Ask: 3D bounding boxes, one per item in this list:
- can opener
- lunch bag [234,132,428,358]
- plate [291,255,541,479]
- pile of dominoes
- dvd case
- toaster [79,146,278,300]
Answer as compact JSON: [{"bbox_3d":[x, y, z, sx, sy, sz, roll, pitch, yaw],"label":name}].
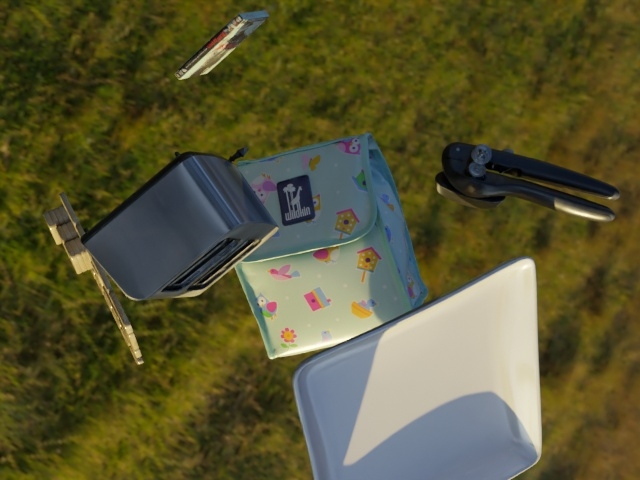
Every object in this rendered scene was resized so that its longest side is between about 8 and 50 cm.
[{"bbox_3d":[0.210,-0.060,1.183,0.073,0.186,0.059,75,26,-74],"label":"can opener"},{"bbox_3d":[0.000,0.000,1.535,0.160,0.223,0.262,-63,137,-64],"label":"lunch bag"},{"bbox_3d":[0.099,0.170,1.162,0.277,0.045,0.278,-24,126,-22],"label":"plate"},{"bbox_3d":[-0.322,0.067,1.657,0.040,0.251,0.196,-25,154,-13],"label":"pile of dominoes"},{"bbox_3d":[-0.125,-0.249,1.488,0.119,0.013,0.087,-39,178,23],"label":"dvd case"},{"bbox_3d":[-0.147,-0.017,1.304,0.186,0.110,0.168,-39,171,10],"label":"toaster"}]
